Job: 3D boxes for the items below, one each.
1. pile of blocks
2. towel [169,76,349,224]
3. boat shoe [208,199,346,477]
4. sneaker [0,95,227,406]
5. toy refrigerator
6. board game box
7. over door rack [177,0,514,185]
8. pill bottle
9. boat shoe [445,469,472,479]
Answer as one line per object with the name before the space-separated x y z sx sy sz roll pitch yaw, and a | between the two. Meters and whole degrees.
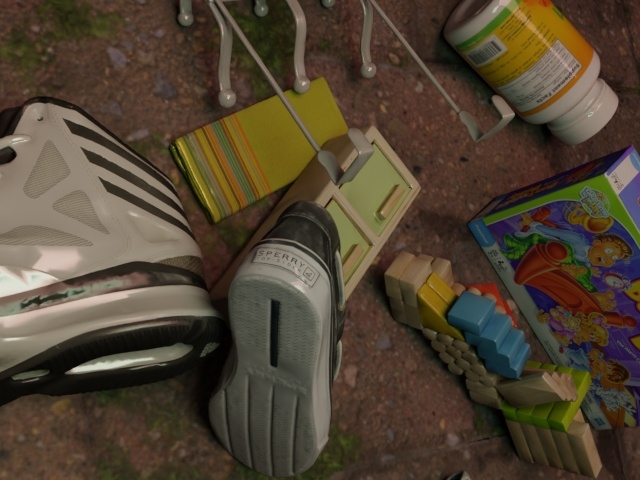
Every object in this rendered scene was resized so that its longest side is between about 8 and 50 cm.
pile of blocks | 0.233 0.128 1.101 0.362 0.149 0.112 47 56 -13
towel | -0.060 -0.110 1.051 0.237 0.021 0.102 -31 100 -37
boat shoe | -0.024 0.105 0.845 0.121 0.335 0.119 24 48 9
sneaker | -0.323 0.011 0.785 0.447 0.169 0.257 -3 59 -29
toy refrigerator | 0.000 0.000 1.004 0.102 0.094 0.269 50 55 -21
board game box | 0.375 0.075 1.161 0.078 0.233 0.347 -38 99 -36
over door rack | 0.016 -0.185 1.019 0.239 0.108 0.324 -20 56 -37
pill bottle | 0.301 -0.251 1.262 0.245 0.136 0.136 41 58 -18
boat shoe | 0.104 0.332 1.007 0.227 0.079 0.081 -24 82 -41
